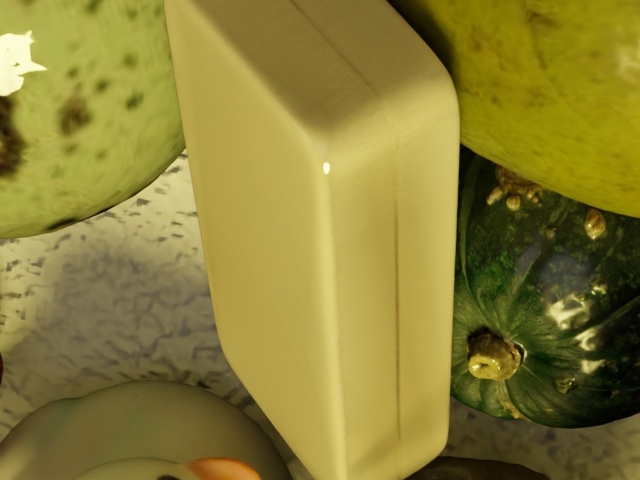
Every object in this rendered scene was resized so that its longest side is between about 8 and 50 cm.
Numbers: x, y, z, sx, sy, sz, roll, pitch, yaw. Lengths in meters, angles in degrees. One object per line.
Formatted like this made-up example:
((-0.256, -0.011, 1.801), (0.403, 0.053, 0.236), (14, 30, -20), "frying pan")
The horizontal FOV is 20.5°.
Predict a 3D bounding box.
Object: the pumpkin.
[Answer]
((0.124, 0.021, 0.982), (0.190, 0.146, 0.190), (8, 125, 12), "pumpkin")

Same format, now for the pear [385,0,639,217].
((0.165, -0.188, 0.817), (0.413, 0.352, 0.352), (47, 112, 4), "pear")

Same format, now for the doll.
((-0.121, 0.201, 1.076), (0.251, 0.221, 0.221), (-36, 98, 22), "doll")

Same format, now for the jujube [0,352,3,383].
((-0.323, 0.068, 1.103), (0.243, 0.183, 0.183), (24, 113, -6), "jujube")

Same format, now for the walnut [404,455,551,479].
((0.071, 0.224, 1.038), (0.198, 0.245, 0.198), (35, 134, 47), "walnut")

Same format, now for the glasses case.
((0.000, 0.000, 0.900), (0.144, 0.076, 0.336), (50, 160, 29), "glasses case")

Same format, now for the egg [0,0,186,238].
((-0.170, -0.180, 0.906), (0.287, 0.287, 0.379), (11, 117, 9), "egg")
